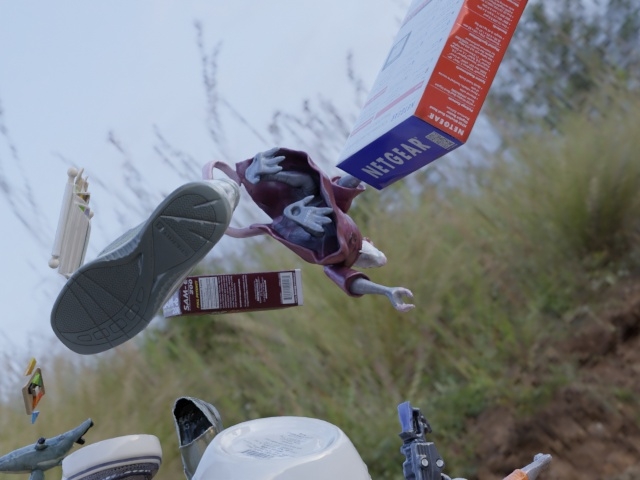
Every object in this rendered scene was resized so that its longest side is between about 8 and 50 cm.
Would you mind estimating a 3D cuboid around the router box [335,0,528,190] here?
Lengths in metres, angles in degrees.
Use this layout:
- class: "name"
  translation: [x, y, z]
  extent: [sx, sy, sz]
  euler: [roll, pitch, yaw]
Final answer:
- class: "router box"
  translation: [0.161, -0.246, 1.850]
  extent: [0.301, 0.082, 0.335]
  euler: [-65, 12, -14]

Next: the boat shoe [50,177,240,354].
- class: "boat shoe"
  translation: [-0.230, 0.034, 1.756]
  extent: [0.320, 0.118, 0.103]
  euler: [-45, -2, 19]

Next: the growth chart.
- class: "growth chart"
  translation: [-0.373, -0.012, 1.999]
  extent: [0.237, 0.021, 0.172]
  euler: [101, 180, -76]

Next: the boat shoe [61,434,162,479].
- class: "boat shoe"
  translation: [-0.270, 0.364, 1.653]
  extent: [0.127, 0.158, 0.340]
  euler: [-4, -24, -26]

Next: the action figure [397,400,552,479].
- class: "action figure"
  translation: [0.232, 0.383, 1.966]
  extent: [0.330, 0.341, 0.178]
  euler: [-5, -21, -29]

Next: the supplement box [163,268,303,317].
- class: "supplement box"
  translation: [-0.166, 0.100, 2.468]
  extent: [0.239, 0.073, 0.130]
  euler: [-3, -5, -21]

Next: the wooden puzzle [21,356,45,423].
- class: "wooden puzzle"
  translation: [-0.553, 0.290, 2.548]
  extent: [0.078, 0.014, 0.116]
  euler: [-68, -22, -51]

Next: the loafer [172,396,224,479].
- class: "loafer"
  translation: [-0.182, 0.343, 2.059]
  extent: [0.094, 0.251, 0.087]
  euler: [-35, -43, 4]

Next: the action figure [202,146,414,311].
- class: "action figure"
  translation: [0.000, 0.000, 2.183]
  extent: [0.275, 0.248, 0.370]
  euler: [-10, -20, 16]

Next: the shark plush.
- class: "shark plush"
  translation: [-0.427, 0.332, 2.063]
  extent: [0.161, 0.073, 0.067]
  euler: [-20, -38, 11]

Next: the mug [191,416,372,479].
- class: "mug"
  translation: [-0.017, 0.410, 1.629]
  extent: [0.276, 0.374, 0.328]
  euler: [-11, -77, -32]
